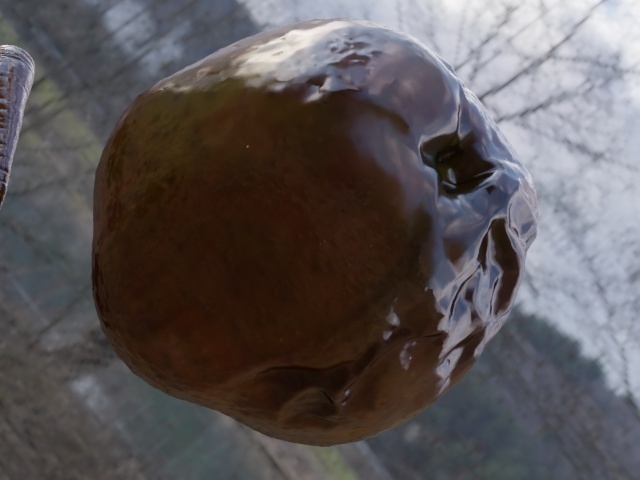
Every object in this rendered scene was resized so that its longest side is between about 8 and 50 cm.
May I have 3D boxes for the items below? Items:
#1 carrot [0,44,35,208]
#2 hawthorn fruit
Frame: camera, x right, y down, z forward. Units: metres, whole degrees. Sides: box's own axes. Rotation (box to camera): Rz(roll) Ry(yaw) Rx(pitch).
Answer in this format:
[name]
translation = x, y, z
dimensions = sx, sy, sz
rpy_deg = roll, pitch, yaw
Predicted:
[carrot]
translation = -0.344, -0.123, 1.485
dimensions = 0.256, 0.061, 0.061
rpy_deg = -93, 158, -44
[hawthorn fruit]
translation = 0.000, 0.000, 1.445
dimensions = 0.472, 0.472, 0.472
rpy_deg = 52, -5, 7
